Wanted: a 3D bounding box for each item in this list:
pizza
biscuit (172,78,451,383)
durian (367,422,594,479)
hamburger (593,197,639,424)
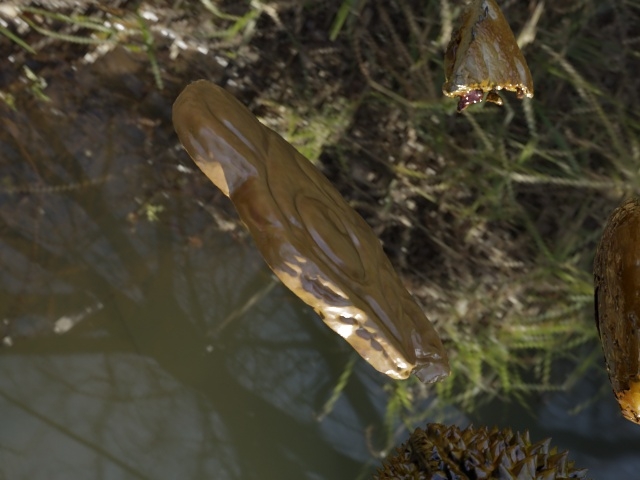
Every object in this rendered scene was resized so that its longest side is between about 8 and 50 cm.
[{"bbox_3d":[0.206,-0.230,1.651,0.194,0.069,0.154,-40,109,-46],"label":"pizza"},{"bbox_3d":[0.003,-0.003,1.151,0.051,0.269,0.376,-38,111,14],"label":"biscuit"},{"bbox_3d":[0.082,0.173,0.646,0.137,0.158,0.168,-17,98,-41],"label":"durian"},{"bbox_3d":[0.375,0.058,1.202,0.211,0.260,0.245,-10,149,9],"label":"hamburger"}]
